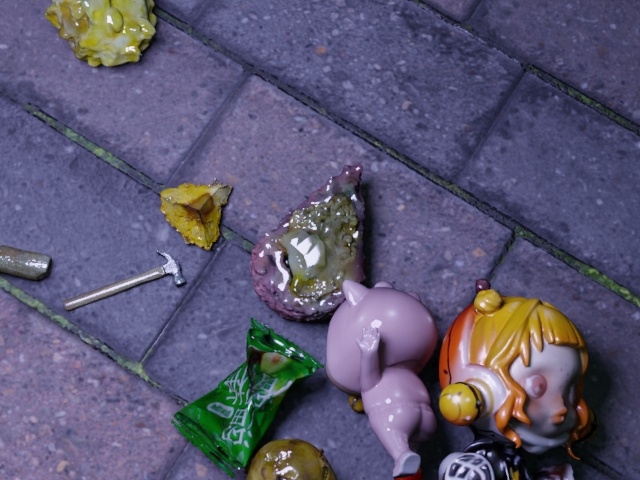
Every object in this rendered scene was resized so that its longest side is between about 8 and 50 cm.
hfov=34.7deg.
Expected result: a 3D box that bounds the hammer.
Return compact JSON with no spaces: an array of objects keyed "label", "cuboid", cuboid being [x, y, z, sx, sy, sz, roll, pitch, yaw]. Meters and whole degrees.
[{"label":"hammer","cuboid":[-0.297,0.065,1.535,0.182,0.017,0.062,-19,76,-6]}]

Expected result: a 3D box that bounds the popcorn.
[{"label":"popcorn","cuboid":[-0.330,-0.350,1.596,0.174,0.142,0.173,11,53,-14]}]

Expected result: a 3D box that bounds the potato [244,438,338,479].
[{"label":"potato","cuboid":[-0.040,0.358,1.411,0.137,0.137,0.175,5,96,-1]}]

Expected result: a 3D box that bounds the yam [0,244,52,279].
[{"label":"yam","cuboid":[-0.448,0.033,1.524,0.094,0.043,0.043,14,74,1]}]

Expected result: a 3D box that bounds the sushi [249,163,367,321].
[{"label":"sushi","cuboid":[0.011,0.016,1.517,0.241,0.107,0.161,-41,83,-12]}]

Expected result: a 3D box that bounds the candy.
[{"label":"candy","cuboid":[-0.102,0.223,1.453,0.203,0.078,0.141,-50,40,-15]}]

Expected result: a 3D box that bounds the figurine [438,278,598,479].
[{"label":"figurine","cuboid":[0.260,0.215,1.423,0.320,0.196,0.323,18,79,-42]}]

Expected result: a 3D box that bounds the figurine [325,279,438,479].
[{"label":"figurine","cuboid":[0.082,0.198,1.419,0.176,0.186,0.287,7,62,-44]}]

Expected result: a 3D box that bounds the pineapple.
[{"label":"pineapple","cuboid":[-0.176,-0.058,1.548,0.114,0.077,0.114,42,64,5]}]
